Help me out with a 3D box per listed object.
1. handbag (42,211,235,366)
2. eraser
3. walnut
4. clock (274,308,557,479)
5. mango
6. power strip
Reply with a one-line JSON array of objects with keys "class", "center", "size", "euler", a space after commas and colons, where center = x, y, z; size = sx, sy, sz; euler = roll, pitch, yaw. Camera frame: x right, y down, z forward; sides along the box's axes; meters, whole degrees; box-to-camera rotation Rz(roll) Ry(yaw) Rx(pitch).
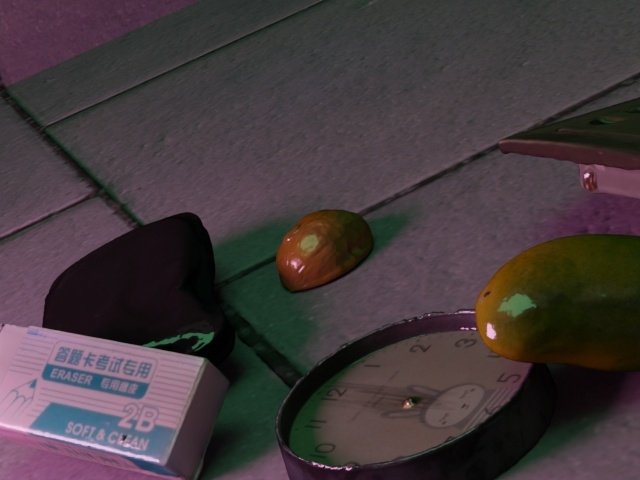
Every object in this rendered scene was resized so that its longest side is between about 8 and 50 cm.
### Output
[{"class": "handbag", "center": [-0.183, 0.077, 1.286], "size": [0.192, 0.075, 0.332], "euler": [-26, 26, 1]}, {"class": "eraser", "center": [-0.190, 0.133, 1.103], "size": [0.225, 0.052, 0.095], "euler": [6, 64, 31]}, {"class": "walnut", "center": [0.000, 0.000, 1.335], "size": [0.091, 0.052, 0.121], "euler": [1, 32, 37]}, {"class": "clock", "center": [0.068, 0.123, 1.000], "size": [0.215, 0.042, 0.215], "euler": [-19, 22, 8]}, {"class": "mango", "center": [0.203, 0.041, 0.958], "size": [0.191, 0.085, 0.122], "euler": [4, 37, -7]}, {"class": "power strip", "center": [0.330, -0.078, 1.164], "size": [0.251, 0.092, 0.257], "euler": [-23, 19, -27]}]
